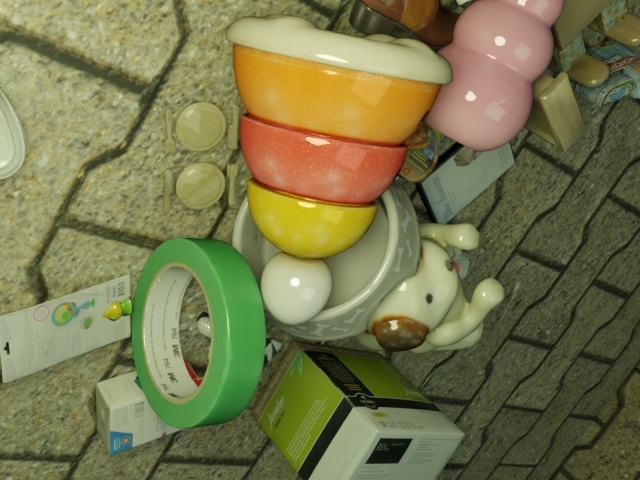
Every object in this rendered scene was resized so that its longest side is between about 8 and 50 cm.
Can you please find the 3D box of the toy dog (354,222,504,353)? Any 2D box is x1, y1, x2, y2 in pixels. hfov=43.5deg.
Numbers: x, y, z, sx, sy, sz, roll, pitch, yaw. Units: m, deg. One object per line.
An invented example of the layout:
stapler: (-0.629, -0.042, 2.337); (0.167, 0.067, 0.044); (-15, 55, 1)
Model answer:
toy dog: (0.161, 0.092, 1.619); (0.395, 0.285, 0.408); (-9, 171, 5)

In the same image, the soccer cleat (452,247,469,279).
soccer cleat: (0.324, 0.037, 1.940); (0.076, 0.068, 0.196); (-38, 146, -18)

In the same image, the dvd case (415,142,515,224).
dvd case: (0.331, -0.158, 1.819); (0.253, 0.022, 0.180); (-40, 139, -7)

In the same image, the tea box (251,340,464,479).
tea box: (0.083, 0.418, 1.836); (0.329, 0.323, 0.220); (16, 110, -45)

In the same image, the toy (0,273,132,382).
toy: (-0.441, 0.139, 1.378); (0.237, 0.056, 0.137); (-17, 128, -37)

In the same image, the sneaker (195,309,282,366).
sneaker: (-0.192, 0.238, 1.635); (0.153, 0.094, 0.235); (-59, 148, 2)

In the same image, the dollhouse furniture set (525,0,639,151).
dollhouse furniture set: (0.501, -0.415, 1.579); (0.394, 0.256, 0.362); (-45, 139, -2)

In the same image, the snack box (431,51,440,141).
snack box: (0.159, -0.262, 1.508); (0.174, 0.070, 0.207); (-7, 111, -42)

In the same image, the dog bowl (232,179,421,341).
dog bowl: (0.000, 0.000, 1.428); (0.349, 0.349, 0.102); (-48, 157, 1)

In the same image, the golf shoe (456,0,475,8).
golf shoe: (0.256, -0.516, 1.447); (0.093, 0.077, 0.198); (-1, 131, -9)

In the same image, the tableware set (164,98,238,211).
tableware set: (-0.206, -0.147, 1.364); (0.128, 0.039, 0.194); (-7, 120, -22)

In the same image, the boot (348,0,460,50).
boot: (0.206, -0.476, 1.376); (0.264, 0.096, 0.280); (6, 132, -29)

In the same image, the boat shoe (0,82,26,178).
boat shoe: (-0.475, -0.193, 1.006); (0.135, 0.156, 0.367); (-34, 137, -14)

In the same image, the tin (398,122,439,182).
tin: (0.146, -0.176, 1.454); (0.189, 0.040, 0.106); (30, 82, -45)

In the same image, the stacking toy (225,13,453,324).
stacking toy: (-0.007, -0.097, 1.272); (0.350, 0.350, 0.480); (-2, 110, -39)

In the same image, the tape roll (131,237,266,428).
tape roll: (-0.217, 0.156, 1.375); (0.077, 0.321, 0.321); (2, 120, -40)

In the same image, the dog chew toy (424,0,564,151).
dog chew toy: (0.309, -0.326, 1.398); (0.206, 0.206, 0.332); (15, 108, -46)

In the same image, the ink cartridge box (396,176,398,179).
ink cartridge box: (0.125, -0.206, 1.584); (0.171, 0.056, 0.235); (27, 105, -47)

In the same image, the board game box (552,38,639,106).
board game box: (0.663, -0.370, 1.799); (0.194, 0.194, 0.060); (-23, 134, -25)

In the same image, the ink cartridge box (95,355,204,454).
ink cartridge box: (-0.324, 0.320, 1.602); (0.231, 0.078, 0.134); (-14, 130, -32)
